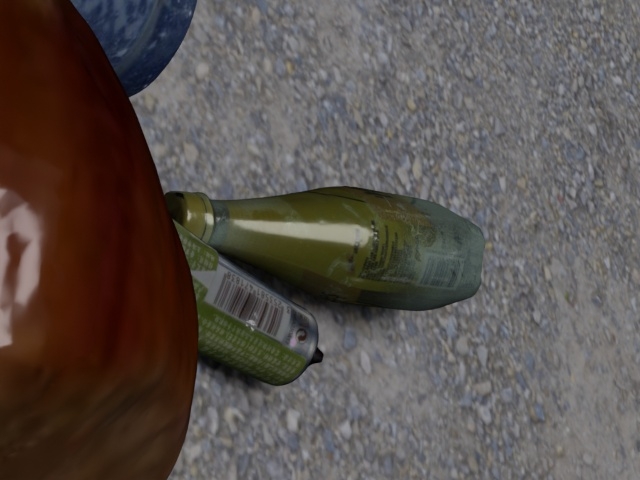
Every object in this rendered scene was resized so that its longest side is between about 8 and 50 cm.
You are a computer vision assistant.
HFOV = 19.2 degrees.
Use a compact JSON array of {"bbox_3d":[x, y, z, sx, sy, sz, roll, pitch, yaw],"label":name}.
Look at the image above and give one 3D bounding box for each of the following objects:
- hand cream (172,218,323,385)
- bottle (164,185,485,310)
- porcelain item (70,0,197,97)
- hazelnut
[{"bbox_3d":[-0.086,0.030,1.203,0.235,0.055,0.086,31,76,-38],"label":"hand cream"},{"bbox_3d":[0.000,0.000,1.310,0.269,0.083,0.083,9,66,-40],"label":"bottle"},{"bbox_3d":[-0.151,-0.158,1.126,0.114,0.147,0.147,13,63,-51],"label":"porcelain item"},{"bbox_3d":[-0.209,0.009,0.830,0.315,0.372,0.372,1,68,-12],"label":"hazelnut"}]
